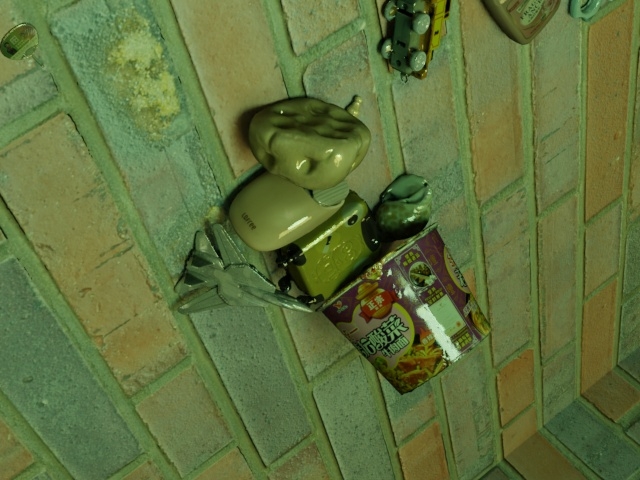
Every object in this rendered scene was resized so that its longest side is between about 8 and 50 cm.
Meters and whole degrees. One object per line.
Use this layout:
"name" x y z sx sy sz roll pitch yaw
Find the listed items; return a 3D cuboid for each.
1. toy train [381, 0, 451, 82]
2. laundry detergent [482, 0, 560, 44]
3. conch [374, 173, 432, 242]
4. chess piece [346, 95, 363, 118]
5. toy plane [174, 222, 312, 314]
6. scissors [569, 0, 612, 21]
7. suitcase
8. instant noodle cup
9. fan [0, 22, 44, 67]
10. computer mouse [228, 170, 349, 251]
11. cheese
"toy train" 0.189 -0.409 1.875 0.127 0.089 0.219 -31 139 -36
"laundry detergent" 0.410 -0.528 1.993 0.171 0.076 0.237 -50 140 2
"conch" 0.185 -0.061 2.152 0.173 0.116 0.106 -63 162 -2
"chess piece" 0.060 -0.245 1.937 0.035 0.035 0.092 11 111 -48
"toy plane" -0.140 0.086 1.920 0.267 0.088 0.212 18 113 -15
"scissors" 0.607 -0.642 2.115 0.191 0.029 0.360 -38 141 -14
"suitcase" 0.000 0.000 2.001 0.235 0.143 0.194 -37 140 -12
"instant noodle cup" 0.194 0.161 2.111 0.340 0.266 0.340 -35 174 -4
"fan" -0.445 -0.284 1.445 0.060 0.003 0.080 -25 136 -26
"computer mouse" -0.063 -0.076 1.875 0.236 0.145 0.082 -31 162 -17
"cheese" -0.016 -0.175 1.788 0.235 0.218 0.117 -1 121 -18
